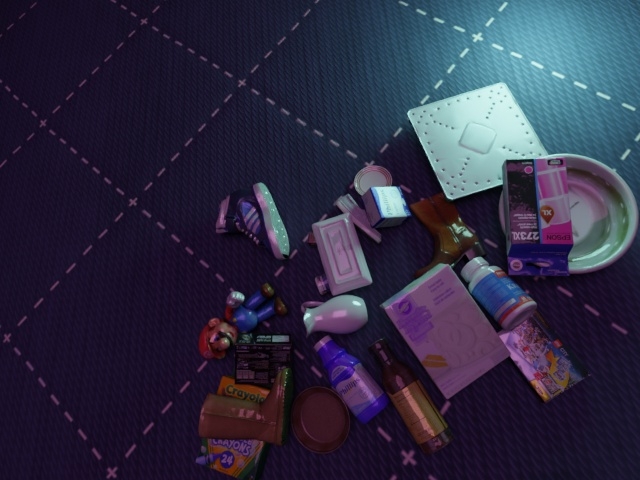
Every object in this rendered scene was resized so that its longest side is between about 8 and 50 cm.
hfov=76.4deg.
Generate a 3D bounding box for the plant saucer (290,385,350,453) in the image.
[{"bbox_3d":[0.002,0.564,1.292,0.199,0.036,0.198,-3,80,19],"label":"plant saucer"}]

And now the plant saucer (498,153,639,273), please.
[{"bbox_3d":[0.785,-0.081,1.324,0.400,0.100,0.400,-3,75,11],"label":"plant saucer"}]

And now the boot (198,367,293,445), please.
[{"bbox_3d":[-0.230,0.502,1.256,0.269,0.089,0.236,3,73,13],"label":"boot"}]

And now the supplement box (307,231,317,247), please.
[{"bbox_3d":[0.000,0.000,1.480,0.083,0.055,0.043,3,72,11],"label":"supplement box"}]

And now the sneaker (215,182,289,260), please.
[{"bbox_3d":[-0.268,-0.038,1.518,0.236,0.130,0.322,-25,74,13],"label":"sneaker"}]

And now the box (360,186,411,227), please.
[{"bbox_3d":[0.230,-0.118,1.432,0.137,0.072,0.126,-6,67,-28],"label":"box"}]

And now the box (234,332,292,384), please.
[{"bbox_3d":[-0.184,0.384,1.322,0.180,0.077,0.147,1,104,-6],"label":"box"}]

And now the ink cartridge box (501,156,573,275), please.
[{"bbox_3d":[0.671,-0.077,1.264,0.176,0.069,0.371,0,78,12],"label":"ink cartridge box"}]

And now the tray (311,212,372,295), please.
[{"bbox_3d":[0.069,0.039,1.392,0.145,0.030,0.270,-18,71,4],"label":"tray"}]

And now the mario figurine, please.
[{"bbox_3d":[-0.269,0.295,1.378,0.320,0.170,0.198,-38,71,-4],"label":"mario figurine"}]

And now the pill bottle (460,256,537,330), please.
[{"bbox_3d":[0.545,0.158,1.269,0.124,0.124,0.221,-34,53,-1],"label":"pill bottle"}]

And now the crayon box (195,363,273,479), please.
[{"bbox_3d":[-0.251,0.578,1.326,0.203,0.083,0.323,11,74,14],"label":"crayon box"}]

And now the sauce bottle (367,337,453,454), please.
[{"bbox_3d":[0.264,0.465,1.250,0.111,0.111,0.344,-31,68,0],"label":"sauce bottle"}]

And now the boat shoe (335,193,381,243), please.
[{"bbox_3d":[0.150,-0.086,1.465,0.081,0.079,0.227,-43,67,0],"label":"boat shoe"}]

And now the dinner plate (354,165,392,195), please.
[{"bbox_3d":[0.197,-0.218,1.527,0.141,0.017,0.141,-4,67,10],"label":"dinner plate"}]

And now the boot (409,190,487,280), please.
[{"bbox_3d":[0.384,-0.017,1.389,0.264,0.096,0.280,-28,69,2],"label":"boot"}]

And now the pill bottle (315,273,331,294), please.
[{"bbox_3d":[0.047,0.139,1.418,0.120,0.067,0.067,-22,70,4],"label":"pill bottle"}]

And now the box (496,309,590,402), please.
[{"bbox_3d":[0.666,0.348,1.242,0.159,0.044,0.233,-32,69,0],"label":"box"}]

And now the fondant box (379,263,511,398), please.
[{"bbox_3d":[0.375,0.271,1.245,0.238,0.096,0.330,-35,88,-1],"label":"fondant box"}]

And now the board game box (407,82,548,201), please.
[{"bbox_3d":[0.560,-0.356,1.465,0.390,0.050,0.390,-17,70,-3],"label":"board game box"}]

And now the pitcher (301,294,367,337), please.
[{"bbox_3d":[0.040,0.240,1.364,0.207,0.178,0.125,-9,114,-6],"label":"pitcher"}]

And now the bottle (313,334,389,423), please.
[{"bbox_3d":[0.089,0.433,1.297,0.118,0.092,0.283,-46,69,14],"label":"bottle"}]
